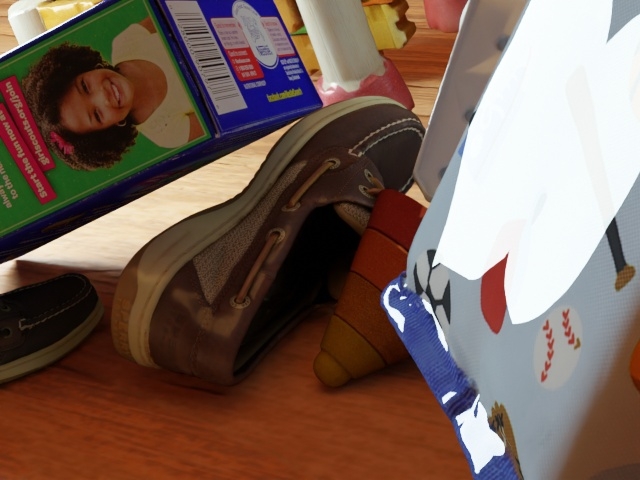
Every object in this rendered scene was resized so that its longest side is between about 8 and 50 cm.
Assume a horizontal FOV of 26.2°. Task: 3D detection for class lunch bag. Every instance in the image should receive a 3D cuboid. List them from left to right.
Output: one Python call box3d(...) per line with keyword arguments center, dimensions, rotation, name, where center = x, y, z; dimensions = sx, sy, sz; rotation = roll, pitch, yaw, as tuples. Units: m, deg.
box3d(center=(0.267, -0.026, 0.544), dimensions=(0.385, 0.328, 0.239), rotation=(14, 24, -19), name="lunch bag")

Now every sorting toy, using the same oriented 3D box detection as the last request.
box3d(center=(0.105, 0.088, 0.815), dimensions=(0.126, 0.127, 0.365), rotation=(-45, 35, -9), name="sorting toy")

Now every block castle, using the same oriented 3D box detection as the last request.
box3d(center=(-0.063, -0.215, 1.414), dimensions=(0.453, 0.213, 0.303), rotation=(1, 36, 37), name="block castle")

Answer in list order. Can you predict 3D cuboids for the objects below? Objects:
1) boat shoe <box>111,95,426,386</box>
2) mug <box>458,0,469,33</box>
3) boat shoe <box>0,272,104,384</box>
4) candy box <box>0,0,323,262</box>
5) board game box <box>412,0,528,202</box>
box3d(center=(0.000, 0.000, 1.010), dimensions=(0.123, 0.123, 0.342), rotation=(20, 36, 29), name="boat shoe")
box3d(center=(0.305, -0.127, 1.030), dimensions=(0.328, 0.276, 0.374), rotation=(-19, 43, -8), name="mug")
box3d(center=(-0.254, 0.065, 0.979), dimensions=(0.223, 0.073, 0.080), rotation=(-26, 29, -35), name="boat shoe")
box3d(center=(-0.188, -0.074, 1.022), dimensions=(0.317, 0.122, 0.268), rotation=(-25, 2, 17), name="candy box")
box3d(center=(0.299, -0.143, 0.887), dimensions=(0.390, 0.050, 0.390), rotation=(16, 72, 9), name="board game box")
